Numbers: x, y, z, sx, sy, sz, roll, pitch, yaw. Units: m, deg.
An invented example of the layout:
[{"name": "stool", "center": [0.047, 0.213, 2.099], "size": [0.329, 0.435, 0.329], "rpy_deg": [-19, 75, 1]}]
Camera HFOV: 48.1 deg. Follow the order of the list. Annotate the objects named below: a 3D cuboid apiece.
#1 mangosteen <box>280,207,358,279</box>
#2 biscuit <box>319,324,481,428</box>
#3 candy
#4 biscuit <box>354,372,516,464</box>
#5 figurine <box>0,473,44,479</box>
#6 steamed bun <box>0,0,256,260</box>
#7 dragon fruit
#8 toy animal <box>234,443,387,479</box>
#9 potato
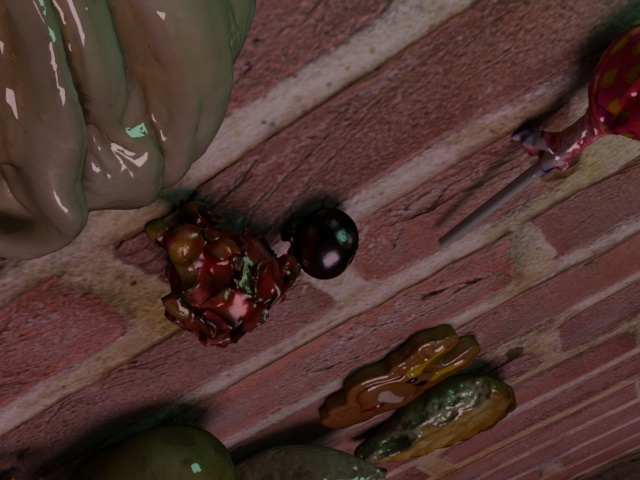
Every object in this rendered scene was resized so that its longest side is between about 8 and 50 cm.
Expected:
[{"name": "mangosteen", "center": [0.003, 0.002, 0.784], "size": [0.080, 0.081, 0.081], "rpy_deg": [-15, 145, -11]}, {"name": "biscuit", "center": [0.129, 0.244, 1.218], "size": [0.295, 0.044, 0.186], "rpy_deg": [-38, 141, 22]}, {"name": "candy", "center": [0.261, -0.093, 0.783], "size": [0.124, 0.124, 0.365], "rpy_deg": [9, 142, -38]}, {"name": "biscuit", "center": [0.222, 0.357, 1.403], "size": [0.335, 0.078, 0.329], "rpy_deg": [-18, 149, -6]}, {"name": "figurine", "center": [-0.525, 0.349, 0.886], "size": [0.215, 0.187, 0.343], "rpy_deg": [-31, 154, 34]}, {"name": "steamed bun", "center": [-0.189, -0.102, 0.402], "size": [0.324, 0.219, 0.310], "rpy_deg": [9, 135, -39]}, {"name": "dragon fruit", "center": [-0.105, 0.036, 0.732], "size": [0.133, 0.150, 0.208], "rpy_deg": [-52, 139, -9]}, {"name": "toy animal", "center": [-0.049, 0.471, 1.291], "size": [0.358, 0.188, 0.226], "rpy_deg": [-12, 139, 7]}, {"name": "potato", "center": [-0.287, 0.403, 1.047], "size": [0.351, 0.203, 0.218], "rpy_deg": [-27, 179, -7]}]
